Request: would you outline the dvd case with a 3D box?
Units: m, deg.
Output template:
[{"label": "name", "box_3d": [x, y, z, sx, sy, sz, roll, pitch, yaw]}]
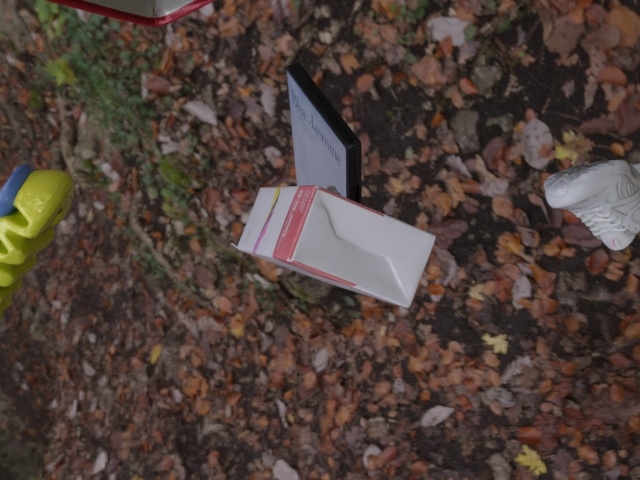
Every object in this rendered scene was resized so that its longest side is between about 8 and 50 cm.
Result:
[{"label": "dvd case", "box_3d": [0.006, -0.089, 0.994, 0.022, 0.253, 0.180, -21, 51, -15]}]

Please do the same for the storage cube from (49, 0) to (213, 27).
[{"label": "storage cube", "box_3d": [-0.119, -0.265, 0.437, 0.183, 0.215, 0.193, -12, 87, 34]}]

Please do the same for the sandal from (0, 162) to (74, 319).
[{"label": "sandal", "box_3d": [-0.383, 0.036, 0.742, 0.317, 0.138, 0.126, -56, 11, 5]}]

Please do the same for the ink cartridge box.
[{"label": "ink cartridge box", "box_3d": [0.000, 0.000, 0.658, 0.198, 0.115, 0.067, 9, 78, 69]}]

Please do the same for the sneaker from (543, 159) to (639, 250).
[{"label": "sneaker", "box_3d": [0.375, -0.043, 0.952, 0.090, 0.232, 0.115, -11, 86, 49]}]
